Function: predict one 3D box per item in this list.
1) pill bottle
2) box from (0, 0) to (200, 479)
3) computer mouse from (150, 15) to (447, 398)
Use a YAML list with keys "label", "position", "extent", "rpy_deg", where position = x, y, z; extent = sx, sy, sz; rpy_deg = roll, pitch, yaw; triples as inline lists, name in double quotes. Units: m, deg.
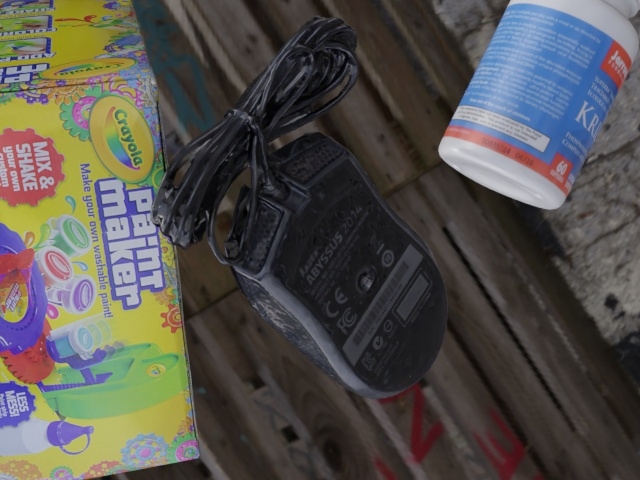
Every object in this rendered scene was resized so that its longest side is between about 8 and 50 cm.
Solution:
- label: "pill bottle"
  position: [0.206, -0.150, 0.824]
  extent: [0.124, 0.124, 0.221]
  rpy_deg: [26, 90, 21]
- label: "box"
  position: [-0.204, -0.017, 0.703]
  extent: [0.177, 0.279, 0.290]
  rpy_deg: [-8, 117, -12]
- label: "computer mouse"
  position: [0.000, 0.000, 0.634]
  extent: [0.072, 0.188, 0.272]
  rpy_deg: [11, 145, 46]
